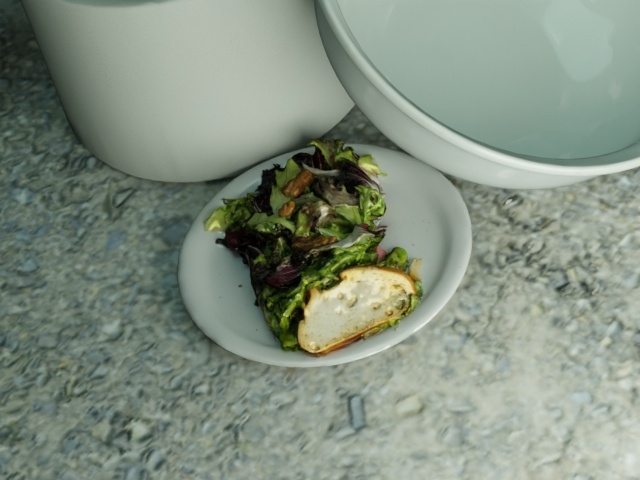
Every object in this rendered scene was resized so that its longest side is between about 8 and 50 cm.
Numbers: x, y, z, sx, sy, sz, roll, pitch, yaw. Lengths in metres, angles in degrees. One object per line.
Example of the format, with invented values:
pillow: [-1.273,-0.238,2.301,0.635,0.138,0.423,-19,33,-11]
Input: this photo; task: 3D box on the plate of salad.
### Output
plate of salad: [0.000,0.000,1.244,0.200,0.048,0.200,-8,47,8]

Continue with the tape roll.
tape roll: [-0.091,-0.184,1.354,0.246,0.169,0.246,-7,47,7]

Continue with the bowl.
bowl: [0.118,-0.146,1.256,0.298,0.134,0.298,7,62,-13]
